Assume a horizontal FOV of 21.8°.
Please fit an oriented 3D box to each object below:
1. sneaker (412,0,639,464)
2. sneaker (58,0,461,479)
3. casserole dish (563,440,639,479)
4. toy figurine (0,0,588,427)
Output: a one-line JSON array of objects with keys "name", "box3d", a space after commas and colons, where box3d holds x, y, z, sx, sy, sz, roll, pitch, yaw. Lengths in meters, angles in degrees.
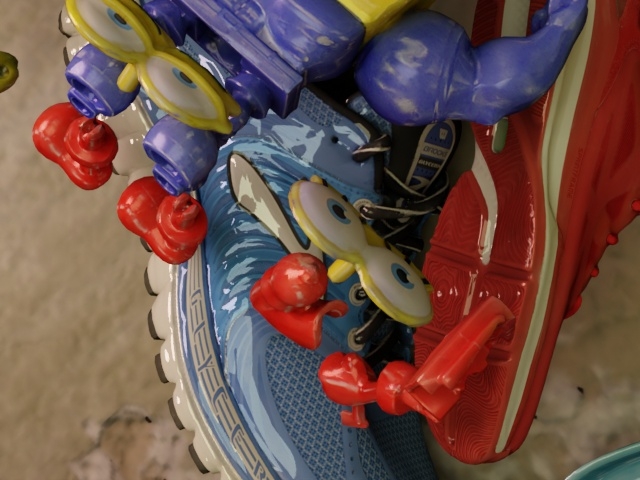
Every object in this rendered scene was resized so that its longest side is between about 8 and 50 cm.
[{"name": "sneaker", "box3d": [0.122, -0.009, 0.704, 0.128, 0.087, 0.221, 9, 97, -27]}, {"name": "sneaker", "box3d": [0.000, 0.000, 0.751, 0.147, 0.130, 0.330, -22, 86, 20]}, {"name": "casserole dish", "box3d": [0.193, 0.132, 0.745, 0.188, 0.037, 0.114, -21, 87, 18]}, {"name": "toy figurine", "box3d": [-0.024, -0.123, 0.649, 0.362, 0.191, 0.217, 42, 74, 6]}]
